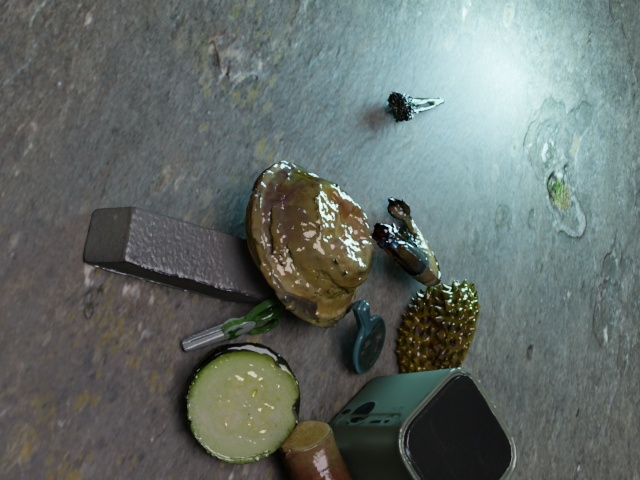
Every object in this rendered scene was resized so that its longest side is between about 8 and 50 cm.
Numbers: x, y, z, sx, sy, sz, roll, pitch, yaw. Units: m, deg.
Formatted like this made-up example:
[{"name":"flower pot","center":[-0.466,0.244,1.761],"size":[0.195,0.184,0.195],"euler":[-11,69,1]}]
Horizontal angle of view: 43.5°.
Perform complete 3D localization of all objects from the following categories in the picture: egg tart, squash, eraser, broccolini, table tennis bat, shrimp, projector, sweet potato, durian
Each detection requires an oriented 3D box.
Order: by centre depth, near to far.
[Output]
[{"name":"squash","center":[-0.154,0.292,1.479],"size":[0.220,0.133,0.220],"euler":[1,87,-23]},{"name":"eraser","center":[-0.251,0.031,1.485],"size":[0.352,0.077,0.111],"euler":[18,65,-30]},{"name":"sweet potato","center":[0.024,0.509,1.507],"size":[0.131,0.131,0.337],"euler":[-23,90,-37]},{"name":"egg tart","center":[0.000,0.000,1.567],"size":[0.352,0.150,0.352],"euler":[35,46,-46]},{"name":"projector","center":[0.193,0.408,1.577],"size":[0.248,0.249,0.248],"euler":[-38,101,-35]},{"name":"table tennis bat","center":[0.094,0.191,1.641],"size":[0.124,0.033,0.201],"euler":[-54,148,-32]},{"name":"shrimp","center":[0.178,-0.016,1.747],"size":[0.290,0.054,0.222],"euler":[29,37,-52]},{"name":"durian","center":[0.272,0.196,1.759],"size":[0.153,0.186,0.261],"euler":[29,49,-32]},{"name":"broccolini","center":[0.235,-0.327,1.951],"size":[0.201,0.058,0.074],"euler":[-13,99,-52]}]

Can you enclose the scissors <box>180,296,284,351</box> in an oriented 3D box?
[{"name":"scissors","center":[-0.164,0.165,1.511],"size":[0.204,0.101,0.027],"euler":[-18,57,-26]}]
